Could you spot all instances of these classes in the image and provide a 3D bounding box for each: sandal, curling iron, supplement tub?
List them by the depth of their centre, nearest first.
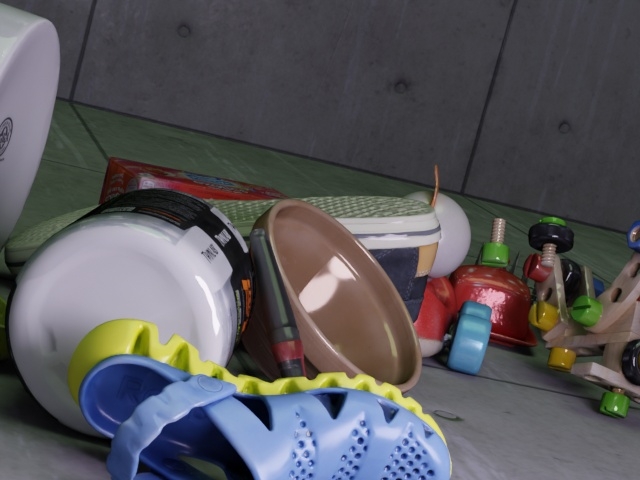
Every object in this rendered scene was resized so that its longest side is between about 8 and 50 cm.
[{"bbox_3d":[-0.049,0.167,1.301,0.317,0.126,0.138,12,26,-7],"label":"sandal"},{"bbox_3d":[-0.162,0.055,1.513,0.194,0.193,0.316,15,9,1],"label":"supplement tub"},{"bbox_3d":[-0.020,0.102,1.524,0.068,0.035,0.274,2,49,-35],"label":"curling iron"}]

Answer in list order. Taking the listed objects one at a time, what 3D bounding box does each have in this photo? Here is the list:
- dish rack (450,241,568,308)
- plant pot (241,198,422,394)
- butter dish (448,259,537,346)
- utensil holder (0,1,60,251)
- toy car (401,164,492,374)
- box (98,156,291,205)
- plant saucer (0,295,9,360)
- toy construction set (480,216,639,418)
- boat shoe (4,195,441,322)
[{"bbox_3d":[0.278,0.056,2.486,0.272,0.074,0.208,16,-10,4],"label":"dish rack"},{"bbox_3d":[-0.010,0.082,1.720,0.237,0.110,0.237,41,27,-26],"label":"plant pot"},{"bbox_3d":[0.237,0.074,2.330,0.160,0.118,0.160,16,8,-1],"label":"butter dish"},{"bbox_3d":[-0.513,-0.153,1.771,0.386,0.327,0.327,17,9,3],"label":"utensil holder"},{"bbox_3d":[0.127,0.020,2.085,0.219,0.238,0.210,16,9,5],"label":"toy car"},{"bbox_3d":[-0.163,-0.019,2.200,0.257,0.128,0.123,10,10,-30],"label":"box"},{"bbox_3d":[-0.377,0.058,1.540,0.188,0.045,0.188,20,5,-34],"label":"plant saucer"},{"bbox_3d":[0.375,0.128,2.107,0.257,0.237,0.309,-4,-24,32],"label":"toy construction set"},{"bbox_3d":[-0.111,0.036,1.888,0.500,0.156,0.187,-1,15,-3],"label":"boat shoe"}]
